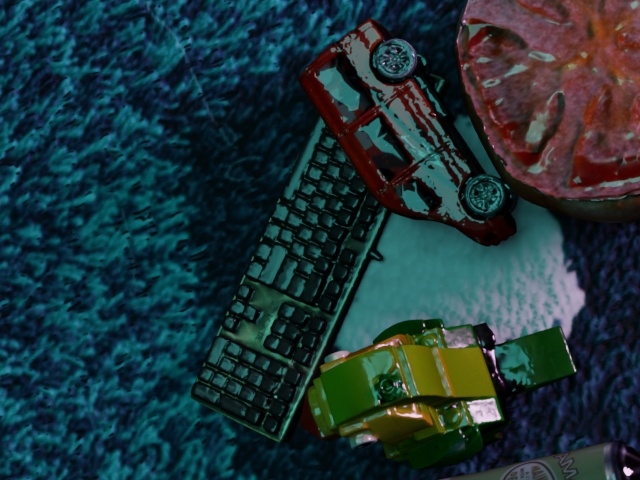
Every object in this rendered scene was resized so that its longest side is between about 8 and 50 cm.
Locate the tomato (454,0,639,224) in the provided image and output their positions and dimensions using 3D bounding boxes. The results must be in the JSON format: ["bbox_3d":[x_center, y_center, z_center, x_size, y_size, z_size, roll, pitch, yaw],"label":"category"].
[{"bbox_3d":[0.213,-0.116,1.353,0.236,0.095,0.237,-6,66,14],"label":"tomato"}]

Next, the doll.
[{"bbox_3d":[0.075,0.108,1.329,0.134,0.186,0.106,-32,67,42],"label":"doll"}]

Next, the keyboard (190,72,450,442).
[{"bbox_3d":[0.000,0.000,1.458,0.106,0.027,0.317,22,86,24],"label":"keyboard"}]

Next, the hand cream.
[{"bbox_3d":[0.136,0.201,1.350,0.235,0.055,0.086,-20,69,24],"label":"hand cream"}]

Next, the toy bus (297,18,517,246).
[{"bbox_3d":[0.071,-0.071,1.396,0.089,0.081,0.195,-35,83,10],"label":"toy bus"}]
